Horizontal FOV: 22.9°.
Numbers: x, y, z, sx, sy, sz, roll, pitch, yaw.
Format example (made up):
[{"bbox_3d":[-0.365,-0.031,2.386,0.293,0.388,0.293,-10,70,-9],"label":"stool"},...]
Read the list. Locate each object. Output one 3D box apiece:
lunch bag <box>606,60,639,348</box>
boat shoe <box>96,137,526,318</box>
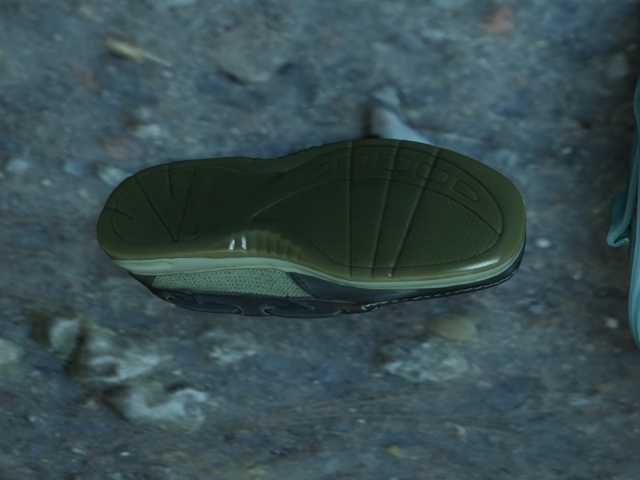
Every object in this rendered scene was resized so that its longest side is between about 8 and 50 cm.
[{"bbox_3d":[0.233,-0.030,0.656,0.224,0.108,0.279,2,142,10],"label":"lunch bag"},{"bbox_3d":[-0.001,0.001,0.788,0.223,0.080,0.073,0,149,22],"label":"boat shoe"}]
